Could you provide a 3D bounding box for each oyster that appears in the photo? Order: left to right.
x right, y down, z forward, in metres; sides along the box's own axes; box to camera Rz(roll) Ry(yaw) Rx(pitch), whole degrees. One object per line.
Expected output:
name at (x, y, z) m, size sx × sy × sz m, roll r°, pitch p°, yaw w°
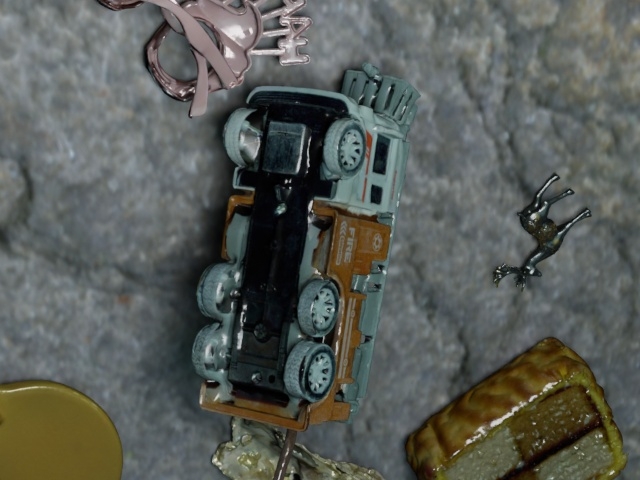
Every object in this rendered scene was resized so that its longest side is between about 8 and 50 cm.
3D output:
oyster at (-0.022, 0.240, 1.868) m, size 0.106 × 0.061 × 0.200 m, roll -35°, pitch 120°, yaw 22°

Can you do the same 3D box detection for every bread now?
bread at (0.210, 0.223, 1.901) m, size 0.222 × 0.096 × 0.181 m, roll -35°, pitch 121°, yaw -1°

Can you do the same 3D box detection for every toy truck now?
toy truck at (0.000, 0.000, 1.656) m, size 0.184 × 0.133 × 0.338 m, roll 10°, pitch 89°, yaw -56°

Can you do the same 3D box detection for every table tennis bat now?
table tennis bat at (-0.314, 0.189, 1.737) m, size 0.198 × 0.050 × 0.321 m, roll -31°, pitch 124°, yaw -3°

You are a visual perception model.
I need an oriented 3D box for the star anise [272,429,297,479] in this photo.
star anise at (-0.058, 0.167, 1.721) m, size 0.218 × 0.227 × 0.148 m, roll -38°, pitch 137°, yaw 16°

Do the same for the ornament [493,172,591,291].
ornament at (0.218, -0.002, 1.832) m, size 0.125 × 0.028 × 0.073 m, roll -45°, pitch 121°, yaw 4°

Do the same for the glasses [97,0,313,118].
glasses at (-0.103, -0.222, 1.577) m, size 0.162 × 0.095 × 0.255 m, roll -37°, pitch 124°, yaw -3°
